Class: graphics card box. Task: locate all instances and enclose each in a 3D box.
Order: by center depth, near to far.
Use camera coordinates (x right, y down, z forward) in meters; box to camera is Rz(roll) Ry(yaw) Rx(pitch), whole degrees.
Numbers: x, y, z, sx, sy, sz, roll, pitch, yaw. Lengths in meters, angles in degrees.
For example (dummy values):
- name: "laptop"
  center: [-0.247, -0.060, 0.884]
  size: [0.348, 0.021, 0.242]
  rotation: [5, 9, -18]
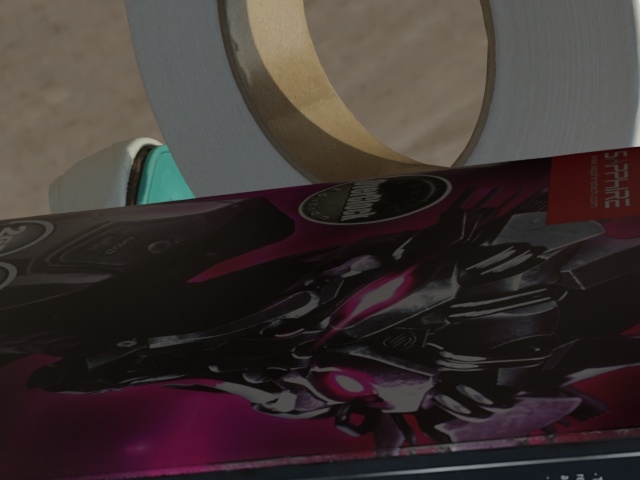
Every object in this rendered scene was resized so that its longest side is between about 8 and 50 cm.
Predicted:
- name: "graphics card box"
  center: [0.021, 0.054, 0.577]
  size: [0.371, 0.094, 0.233]
  rotation: [-7, -159, 12]

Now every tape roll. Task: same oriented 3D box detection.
- name: "tape roll"
  center: [0.038, -0.128, 1.009]
  size: [0.072, 0.392, 0.392]
  rotation: [-24, 171, -41]

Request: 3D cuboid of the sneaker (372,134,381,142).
- name: "sneaker"
  center: [0.000, 0.000, 1.202]
  size: [0.084, 0.069, 0.185]
  rotation: [12, -127, 49]

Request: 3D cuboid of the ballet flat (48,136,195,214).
- name: "ballet flat"
  center: [-0.178, 0.106, 1.343]
  size: [0.139, 0.400, 0.139]
  rotation: [4, 150, 3]
